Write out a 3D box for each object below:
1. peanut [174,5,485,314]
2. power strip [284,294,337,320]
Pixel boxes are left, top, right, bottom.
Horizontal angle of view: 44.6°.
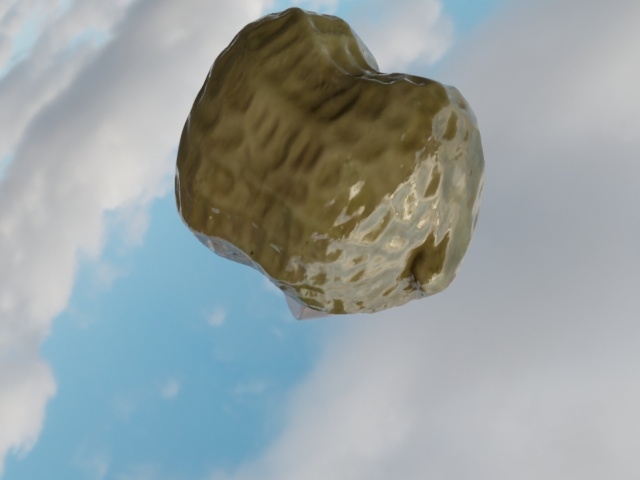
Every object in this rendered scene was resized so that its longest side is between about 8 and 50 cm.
[{"bbox_3d":[0.005,-0.049,0.558,0.233,0.110,0.197,34,-76,23],"label":"peanut"},{"bbox_3d":[0.000,0.000,0.782,0.078,0.154,0.154,-8,-149,-12],"label":"power strip"}]
